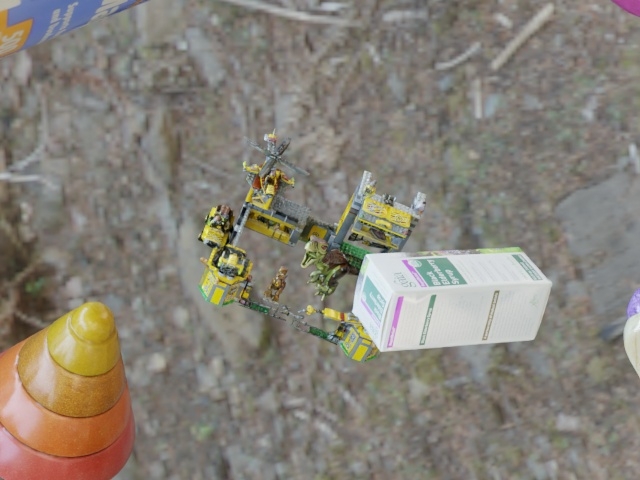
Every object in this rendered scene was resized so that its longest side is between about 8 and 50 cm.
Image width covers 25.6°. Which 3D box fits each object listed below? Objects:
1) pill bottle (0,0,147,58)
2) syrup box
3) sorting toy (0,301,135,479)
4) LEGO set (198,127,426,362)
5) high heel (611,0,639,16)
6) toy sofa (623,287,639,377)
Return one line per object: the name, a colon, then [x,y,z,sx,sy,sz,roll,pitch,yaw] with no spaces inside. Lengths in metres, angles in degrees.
pill bottle: [-0.123,-0.202,0.773,0.152,0.272,0.152,36,140,37]
syrup box: [0.171,0.075,1.846,0.093,0.236,0.096,-126,41,-52]
sorting toy: [-0.080,0.168,0.896,0.365,0.127,0.126,45,134,17]
LEGO set: [0.000,0.000,1.980,0.331,0.255,0.192,28,139,1]
high heel: [0.232,-0.255,1.148,0.082,0.117,0.244,-53,50,6]
toy sofa: [0.287,0.106,0.912,0.177,0.150,0.363,-4,132,12]
